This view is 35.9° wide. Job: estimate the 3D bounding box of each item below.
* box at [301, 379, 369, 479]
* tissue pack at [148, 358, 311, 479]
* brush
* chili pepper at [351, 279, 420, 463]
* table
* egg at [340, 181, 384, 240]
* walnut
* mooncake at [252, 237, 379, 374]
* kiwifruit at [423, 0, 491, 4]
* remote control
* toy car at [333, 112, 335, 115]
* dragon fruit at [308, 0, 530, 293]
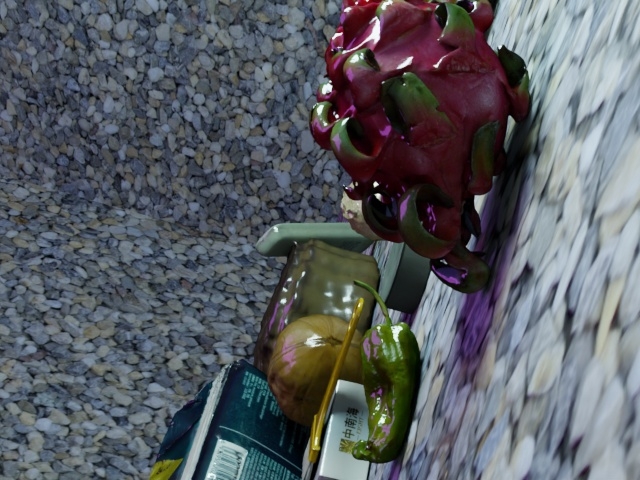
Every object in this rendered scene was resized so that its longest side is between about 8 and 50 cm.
[{"bbox_3d":[0.018,0.324,1.389,0.243,0.067,0.155,108,175,-51],"label":"box"},{"bbox_3d":[-0.139,0.431,1.590,0.253,0.264,0.416,-48,16,31],"label":"tissue pack"},{"bbox_3d":[0.015,0.200,1.315,0.103,0.013,0.272,-84,11,-74],"label":"brush"},{"bbox_3d":[0.077,0.145,1.102,0.072,0.073,0.204,161,115,-66],"label":"chili pepper"},{"bbox_3d":[0.116,0.028,1.300,0.133,0.043,0.133,-165,90,-88],"label":"table"},{"bbox_3d":[0.095,-0.057,1.541,0.118,0.116,0.140,-53,23,-18],"label":"egg"},{"bbox_3d":[-0.003,0.207,1.561,0.207,0.167,0.167,106,178,-52],"label":"walnut"},{"bbox_3d":[-0.013,0.158,1.858,0.324,0.187,0.324,-162,90,-86],"label":"mooncake"},{"bbox_3d":[0.140,-0.337,1.380,0.234,0.196,0.196,-93,18,-78],"label":"kiwifruit"},{"bbox_3d":[-0.001,0.000,1.987,0.090,0.309,0.038,-45,61,36],"label":"remote control"},{"bbox_3d":[0.124,-0.289,2.014,0.158,0.172,0.235,-51,23,46],"label":"toy car"},{"bbox_3d":[0.085,-0.103,0.922,0.218,0.198,0.272,48,-125,-62],"label":"dragon fruit"}]
